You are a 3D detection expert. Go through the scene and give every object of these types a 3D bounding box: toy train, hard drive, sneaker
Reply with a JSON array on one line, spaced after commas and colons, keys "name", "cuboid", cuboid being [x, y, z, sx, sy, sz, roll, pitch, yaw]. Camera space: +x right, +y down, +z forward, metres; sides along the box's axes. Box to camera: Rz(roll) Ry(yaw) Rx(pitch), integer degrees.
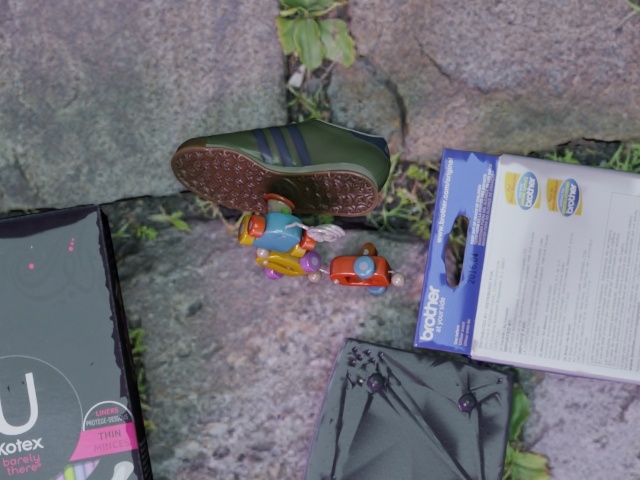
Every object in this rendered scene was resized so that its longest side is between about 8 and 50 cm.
[{"name": "toy train", "cuboid": [0.000, 0.000, 1.411, 0.125, 0.166, 0.046, 0, 70, 20]}, {"name": "hard drive", "cuboid": [0.067, 0.224, 1.440, 0.172, 0.054, 0.255, 12, 87, -3]}, {"name": "sneaker", "cuboid": [-0.028, -0.071, 1.446, 0.192, 0.086, 0.064, 8, 129, 19]}]

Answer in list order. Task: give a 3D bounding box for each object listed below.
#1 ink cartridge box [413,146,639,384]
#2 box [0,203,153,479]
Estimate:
[{"name": "ink cartridge box", "cuboid": [0.244, 0.030, 1.456, 0.311, 0.065, 0.186, 9, 87, -6]}, {"name": "box", "cuboid": [-0.239, 0.116, 1.381, 0.165, 0.143, 0.270, -10, 88, -5]}]
